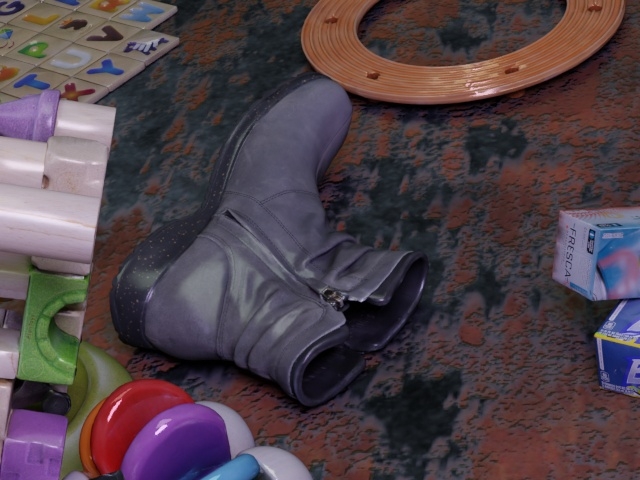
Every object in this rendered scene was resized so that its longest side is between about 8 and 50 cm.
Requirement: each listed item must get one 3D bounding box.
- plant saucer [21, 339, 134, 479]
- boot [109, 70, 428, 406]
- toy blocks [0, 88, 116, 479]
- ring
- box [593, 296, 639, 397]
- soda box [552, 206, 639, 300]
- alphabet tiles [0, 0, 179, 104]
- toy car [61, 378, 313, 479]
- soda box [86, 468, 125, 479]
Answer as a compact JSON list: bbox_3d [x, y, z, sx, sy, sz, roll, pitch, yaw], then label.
[{"bbox_3d":[-0.266,0.142,1.420,0.241,0.037,0.241,-8,35,6],"label":"plant saucer"},{"bbox_3d":[0.000,0.000,1.501,0.222,0.118,0.338,14,53,29],"label":"boot"},{"bbox_3d":[-0.289,0.033,1.207,0.260,0.289,0.309,8,21,-7],"label":"toy blocks"},{"bbox_3d":[0.147,-0.224,1.836,0.336,0.032,0.336,-8,33,5],"label":"ring"},{"bbox_3d":[0.291,0.092,1.311,0.169,0.054,0.059,12,40,32],"label":"box"},{"bbox_3d":[0.274,0.007,1.378,0.183,0.058,0.063,-3,17,-24],"label":"soda box"},{"bbox_3d":[-0.335,-0.217,1.988,0.342,0.011,0.285,19,44,37],"label":"alphabet tiles"},{"bbox_3d":[-0.102,0.166,1.246,0.159,0.136,0.182,-30,38,-26],"label":"toy car"},{"bbox_3d":[-0.130,0.231,1.131,0.060,0.169,0.053,-18,34,-9],"label":"soda box"}]
